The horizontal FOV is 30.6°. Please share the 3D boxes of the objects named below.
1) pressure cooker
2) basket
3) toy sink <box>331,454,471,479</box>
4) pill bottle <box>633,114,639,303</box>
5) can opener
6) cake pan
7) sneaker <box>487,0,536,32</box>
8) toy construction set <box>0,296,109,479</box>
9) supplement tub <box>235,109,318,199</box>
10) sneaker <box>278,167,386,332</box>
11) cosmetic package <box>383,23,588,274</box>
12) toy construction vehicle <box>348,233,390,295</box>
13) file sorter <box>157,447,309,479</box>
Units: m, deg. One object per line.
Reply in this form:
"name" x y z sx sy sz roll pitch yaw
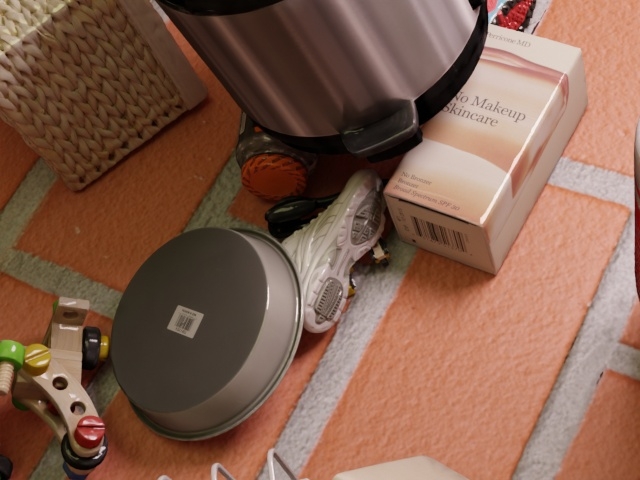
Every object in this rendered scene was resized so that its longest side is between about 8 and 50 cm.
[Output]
"pressure cooker" 0.008 -0.318 1.454 0.376 0.420 0.369 18 69 35
"basket" -0.393 -0.308 1.719 0.266 0.331 0.328 -40 57 -4
"toy sink" 0.104 0.336 1.281 0.153 0.234 0.131 27 99 27
"pill bottle" 0.450 -0.001 1.240 0.229 0.407 0.229 -7 58 11
"can opener" 0.016 -0.041 1.598 0.186 0.059 0.073 -11 15 -6
"cake pan" -0.156 0.108 1.501 0.293 0.054 0.293 -16 59 28
"sneaker" 0.188 -0.294 1.690 0.262 0.104 0.125 -40 52 -21
"toy construction set" -0.390 0.144 1.465 0.258 0.309 0.237 -1 54 6
"supplement tub" -0.057 -0.160 1.653 0.117 0.117 0.190 -4 59 13
"sneaker" 0.000 0.000 1.528 0.115 0.090 0.232 17 71 38
"cosmetic package" 0.223 -0.124 1.546 0.153 0.129 0.296 19 66 26
"toy construction vehicle" 0.049 0.021 1.567 0.086 0.035 0.098 -31 53 9
"file sorter" -0.148 0.366 1.323 0.278 0.173 0.192 -14 57 6
